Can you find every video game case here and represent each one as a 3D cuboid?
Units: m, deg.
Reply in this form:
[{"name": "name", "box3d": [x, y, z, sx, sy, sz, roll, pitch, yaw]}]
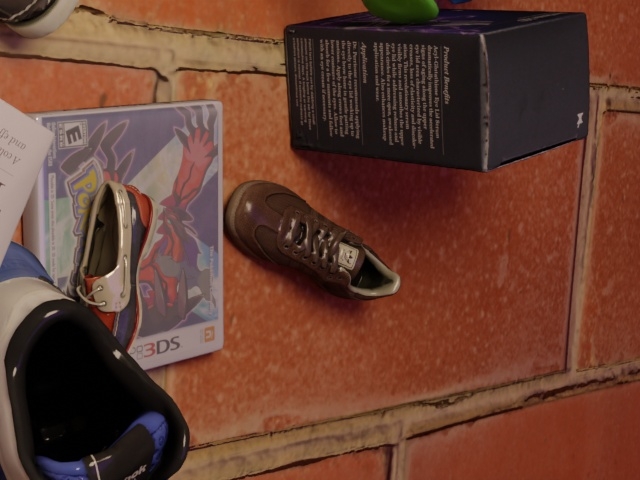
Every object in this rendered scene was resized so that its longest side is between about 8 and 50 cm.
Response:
[{"name": "video game case", "box3d": [-0.141, 0.000, 1.002, 0.183, 0.023, 0.201, -12, 106, -49]}]

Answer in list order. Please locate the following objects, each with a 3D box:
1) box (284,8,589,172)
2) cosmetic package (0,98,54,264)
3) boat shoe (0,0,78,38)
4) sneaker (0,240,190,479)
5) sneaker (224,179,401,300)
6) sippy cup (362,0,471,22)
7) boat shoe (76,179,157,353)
[{"name": "box", "box3d": [0.096, -0.130, 1.117, 0.153, 0.207, 0.108, -20, 112, -47]}, {"name": "cosmetic package", "box3d": [-0.342, -0.015, 0.699, 0.377, 0.097, 0.284, 34, 72, -49]}, {"name": "boat shoe", "box3d": [-0.165, -0.247, 0.880, 0.068, 0.081, 0.228, 32, 75, -52]}, {"name": "sneaker", "box3d": [-0.170, 0.164, 0.858, 0.127, 0.182, 0.315, -16, 108, -33]}, {"name": "sneaker", "box3d": [0.000, 0.000, 1.133, 0.188, 0.071, 0.066, 29, 74, -49]}, {"name": "sippy cup", "box3d": [0.106, -0.325, 1.099, 0.305, 0.240, 0.224, -40, 142, -6]}, {"name": "boat shoe", "box3d": [-0.148, 0.027, 0.940, 0.043, 0.049, 0.137, 28, 72, -58]}]
